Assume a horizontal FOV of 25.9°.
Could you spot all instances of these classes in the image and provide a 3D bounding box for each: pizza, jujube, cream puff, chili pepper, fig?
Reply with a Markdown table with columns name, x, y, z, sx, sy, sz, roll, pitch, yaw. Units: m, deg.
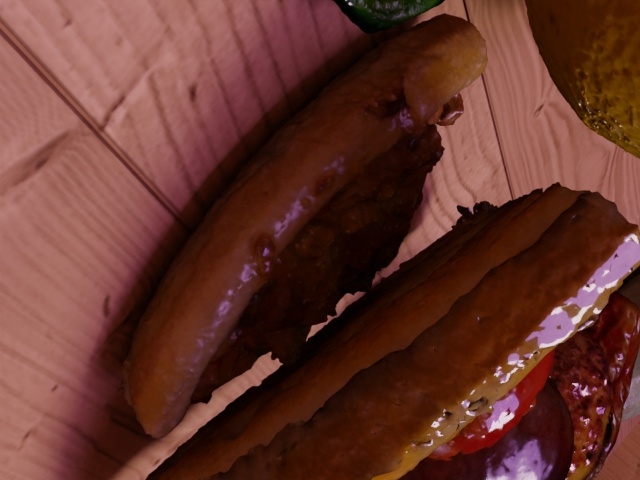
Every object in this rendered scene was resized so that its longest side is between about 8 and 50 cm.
| name | x | y | z | sx | sy | sz | roll | pitch | yaw |
| --- | --- | --- | --- | --- | --- | --- | --- | --- | --- |
| pizza | 0.000 | 0.000 | 0.919 | 0.335 | 0.086 | 0.226 | -50 | 159 | -9 |
| jujube | 0.293 | 0.170 | 1.674 | 0.255 | 0.190 | 0.190 | -58 | 159 | -4 |
| cream puff | 0.185 | 0.181 | 1.423 | 0.164 | 0.240 | 0.240 | 24 | 105 | -40 |
| pizza | 0.079 | 0.077 | 0.979 | 0.440 | 0.130 | 0.406 | -38 | -179 | 29 |
| chili pepper | 0.048 | -0.164 | 0.801 | 0.182 | 0.050 | 0.073 | -29 | 156 | -40 |
| fig | 0.107 | 0.162 | 1.225 | 0.235 | 0.235 | 0.215 | 84 | 11 | -61 |

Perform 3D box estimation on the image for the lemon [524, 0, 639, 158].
| name | x | y | z | sx | sy | sz | roll | pitch | yaw |
| --- | --- | --- | --- | --- | --- | --- | --- | --- | --- |
| lemon | 0.270 | -0.178 | 0.928 | 0.293 | 0.293 | 0.293 | -42 | 157 | -23 |

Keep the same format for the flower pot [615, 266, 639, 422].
| name | x | y | z | sx | sy | sz | roll | pitch | yaw |
| --- | --- | --- | --- | --- | --- | --- | --- | --- | --- |
| flower pot | 0.425 | 0.156 | 1.911 | 0.202 | 0.212 | 0.212 | -25 | 149 | -28 |
